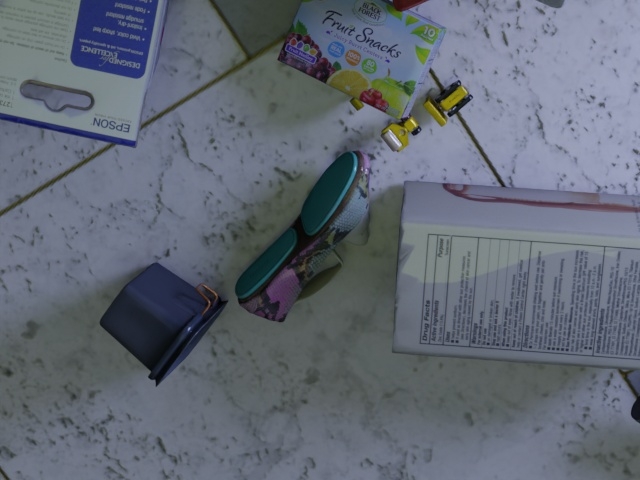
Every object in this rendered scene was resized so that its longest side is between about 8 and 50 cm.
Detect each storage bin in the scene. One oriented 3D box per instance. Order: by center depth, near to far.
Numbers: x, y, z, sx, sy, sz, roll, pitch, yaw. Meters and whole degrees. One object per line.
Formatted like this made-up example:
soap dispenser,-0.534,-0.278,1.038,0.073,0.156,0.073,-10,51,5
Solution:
storage bin,-0.164,0.076,1.887,0.091,0.135,0.098,38,109,1

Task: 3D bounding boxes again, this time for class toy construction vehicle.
toy construction vehicle,0.091,-0.145,1.837,0.098,0.035,0.086,-42,103,8

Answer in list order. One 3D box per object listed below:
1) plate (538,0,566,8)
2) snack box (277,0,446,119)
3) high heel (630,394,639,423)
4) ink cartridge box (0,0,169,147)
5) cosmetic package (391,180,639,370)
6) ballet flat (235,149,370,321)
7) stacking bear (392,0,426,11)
plate,0.122,-0.364,1.498,0.278,0.045,0.277,32,135,39
snack box,0.041,-0.194,1.794,0.141,0.037,0.100,27,103,12
high heel,0.474,0.146,1.895,0.186,0.093,0.261,38,106,-22
ink cartridge box,-0.226,-0.289,1.761,0.176,0.069,0.371,12,99,-1
cosmetic package,0.224,0.035,1.840,0.296,0.129,0.153,5,112,2
ballet flat,0.000,0.000,1.881,0.079,0.077,0.221,28,116,-25
stacking bear,0.101,-0.383,1.686,0.164,0.175,0.289,-27,97,-16
